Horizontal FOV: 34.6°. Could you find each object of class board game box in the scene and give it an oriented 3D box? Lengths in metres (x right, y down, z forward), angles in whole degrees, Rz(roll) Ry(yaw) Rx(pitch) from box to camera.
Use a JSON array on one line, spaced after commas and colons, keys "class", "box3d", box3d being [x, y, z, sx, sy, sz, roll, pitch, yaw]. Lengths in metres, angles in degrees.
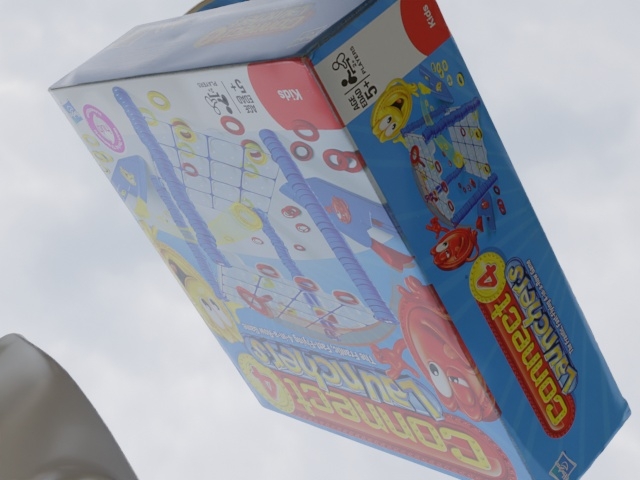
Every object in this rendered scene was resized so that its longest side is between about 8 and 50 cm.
[{"class": "board game box", "box3d": [0.000, 0.000, 0.652, 0.086, 0.302, 0.308, -43, -154, -26]}]

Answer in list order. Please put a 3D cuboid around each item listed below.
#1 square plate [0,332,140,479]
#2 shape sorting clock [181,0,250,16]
[{"class": "square plate", "box3d": [-0.057, 0.224, 0.261, 0.049, 0.347, 0.344, -25, -170, 16]}, {"class": "shape sorting clock", "box3d": [-0.056, -0.132, 0.943, 0.206, 0.206, 0.040, -11, -147, -11]}]
